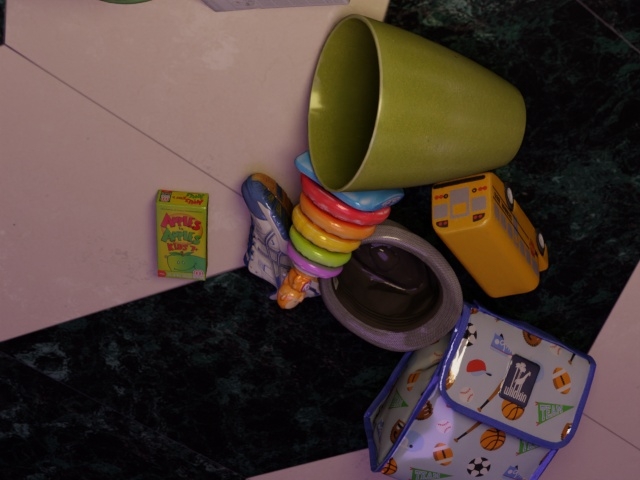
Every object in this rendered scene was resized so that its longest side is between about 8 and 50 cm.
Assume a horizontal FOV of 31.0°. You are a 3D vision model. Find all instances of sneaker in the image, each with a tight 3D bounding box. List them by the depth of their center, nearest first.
[{"bbox_3d":[-0.093,0.009,2.102,0.130,0.112,0.296,-15,128,16],"label":"sneaker"}]

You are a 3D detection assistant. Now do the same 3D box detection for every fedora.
[{"bbox_3d":[0.128,0.062,2.125,0.275,0.124,0.243,36,121,-16],"label":"fedora"}]

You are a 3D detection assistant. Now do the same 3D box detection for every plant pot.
[{"bbox_3d":[0.166,-0.201,1.833,0.293,0.275,0.275,4,134,-23],"label":"plant pot"}]

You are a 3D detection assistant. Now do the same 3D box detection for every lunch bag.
[{"bbox_3d":[0.316,0.326,2.289,0.327,0.239,0.386,24,112,-17],"label":"lunch bag"}]

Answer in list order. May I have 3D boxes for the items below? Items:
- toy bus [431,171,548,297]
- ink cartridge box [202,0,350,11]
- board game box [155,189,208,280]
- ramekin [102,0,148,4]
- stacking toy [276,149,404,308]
[{"bbox_3d":[0.301,-0.002,2.003,0.108,0.130,0.332,-12,149,24],"label":"toy bus"},{"bbox_3d":[-0.091,-0.405,1.726,0.232,0.066,0.189,5,170,23],"label":"ink cartridge box"},{"bbox_3d":[-0.256,-0.008,2.140,0.092,0.043,0.181,5,132,-1],"label":"board game box"},{"bbox_3d":[-0.300,-0.474,1.579,0.303,0.148,0.304,4,105,13],"label":"ramekin"},{"bbox_3d":[0.000,0.000,1.980,0.165,0.175,0.302,36,115,18],"label":"stacking toy"}]
